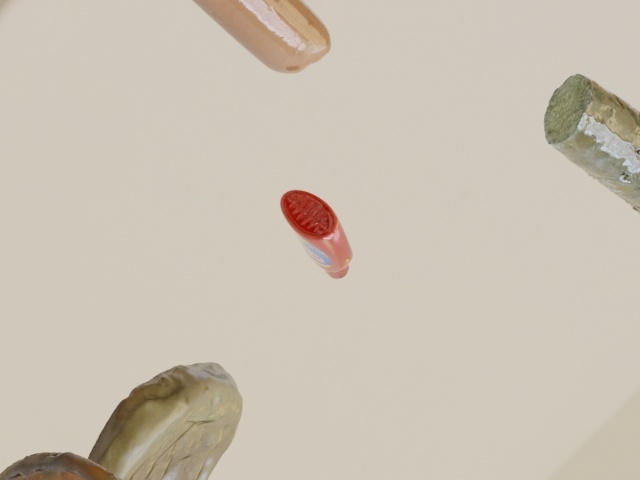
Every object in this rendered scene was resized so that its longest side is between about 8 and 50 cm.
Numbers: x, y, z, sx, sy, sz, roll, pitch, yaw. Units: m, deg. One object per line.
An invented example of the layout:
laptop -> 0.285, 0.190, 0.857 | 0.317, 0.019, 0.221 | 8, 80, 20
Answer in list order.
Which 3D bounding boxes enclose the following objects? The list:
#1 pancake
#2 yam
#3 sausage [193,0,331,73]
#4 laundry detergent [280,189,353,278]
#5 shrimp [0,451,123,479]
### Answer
pancake -> -0.157, 0.230, 1.734 | 0.049, 0.294, 0.294 | 28, -169, 17
yam -> 0.273, -0.082, 1.745 | 0.179, 0.078, 0.078 | 29, -160, -36
sausage -> -0.095, -0.273, 2.042 | 0.289, 0.086, 0.086 | 40, -167, -42
laundry detergent -> 0.000, 0.000, 2.291 | 0.097, 0.049, 0.165 | 42, 171, 24
shrimp -> -0.182, 0.302, 1.494 | 0.054, 0.222, 0.290 | -30, -81, -51
